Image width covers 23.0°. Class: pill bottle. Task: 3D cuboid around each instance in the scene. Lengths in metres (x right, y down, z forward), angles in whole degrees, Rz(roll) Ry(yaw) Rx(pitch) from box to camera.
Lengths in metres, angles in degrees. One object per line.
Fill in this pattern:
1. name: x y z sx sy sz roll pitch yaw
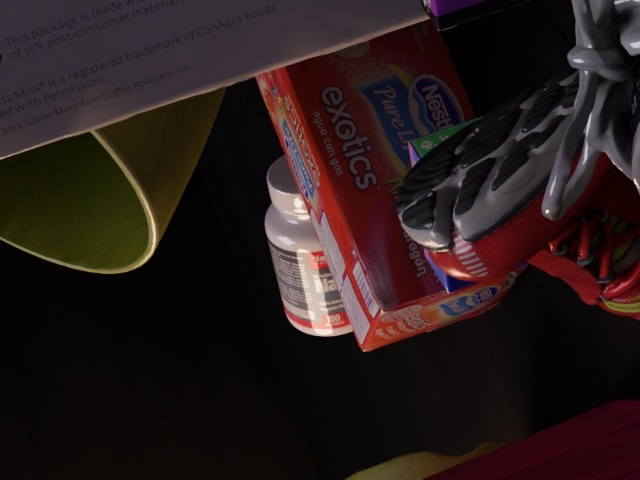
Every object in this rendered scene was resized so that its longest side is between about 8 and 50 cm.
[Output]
1. pill bottle: 0.000 0.000 1.626 0.108 0.108 0.180 -121 15 -52

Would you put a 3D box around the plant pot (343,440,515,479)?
1. plant pot: 0.115 0.300 1.210 0.276 0.276 0.254 92 168 -66

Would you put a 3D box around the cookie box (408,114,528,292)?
1. cookie box: 0.111 -0.030 0.915 0.040 0.107 0.092 -120 14 -47

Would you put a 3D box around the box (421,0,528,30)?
1. box: 0.091 -0.182 0.691 0.029 0.116 0.162 -118 13 -49

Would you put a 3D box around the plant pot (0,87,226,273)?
1. plant pot: -0.159 -0.175 1.114 0.275 0.293 0.275 25 153 14

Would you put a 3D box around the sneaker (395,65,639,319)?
1. sneaker: 0.126 -0.017 0.695 0.118 0.107 0.279 60 -154 3

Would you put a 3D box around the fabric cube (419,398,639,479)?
1. fabric cube: 0.134 0.252 0.894 0.259 0.258 0.254 146 106 -80

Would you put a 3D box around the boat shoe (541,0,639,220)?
1. boat shoe: 0.141 -0.057 0.529 0.136 0.156 0.367 83 164 -52

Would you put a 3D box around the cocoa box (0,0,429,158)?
1. cocoa box: -0.071 -0.231 0.814 0.228 0.347 0.231 -121 14 -54

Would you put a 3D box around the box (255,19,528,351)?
1. box: 0.047 -0.064 1.167 0.128 0.123 0.257 105 145 -71
